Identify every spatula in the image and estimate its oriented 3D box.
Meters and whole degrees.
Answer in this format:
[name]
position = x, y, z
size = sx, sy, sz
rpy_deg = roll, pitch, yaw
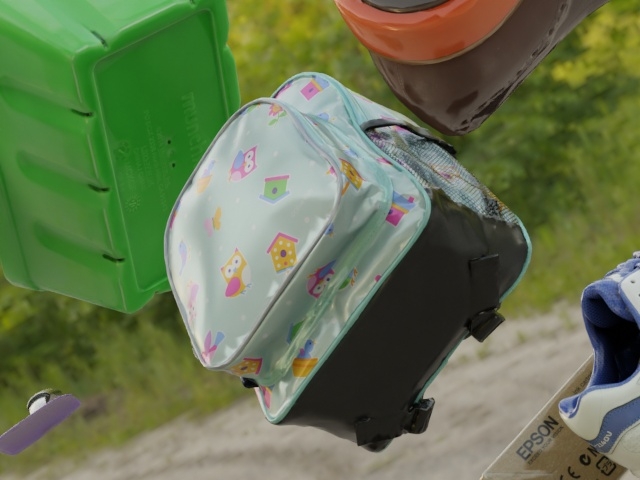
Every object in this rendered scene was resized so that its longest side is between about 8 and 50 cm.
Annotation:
[spatula]
position = -0.264, 0.162, 1.550
size = 0.084, 0.030, 0.296
rpy_deg = -36, 5, -5

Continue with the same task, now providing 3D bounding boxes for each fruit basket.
[fruit basket]
position = -0.261, -0.141, 1.571
size = 0.283, 0.392, 0.392
rpy_deg = -31, 6, -28

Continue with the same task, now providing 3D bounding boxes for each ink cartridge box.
[ink cartridge box]
position = 0.215, 0.185, 1.389
size = 0.235, 0.088, 0.193
rpy_deg = -42, -14, -28

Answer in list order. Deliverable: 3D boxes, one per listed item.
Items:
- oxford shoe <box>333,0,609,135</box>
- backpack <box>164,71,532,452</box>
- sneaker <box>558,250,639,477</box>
[oxford shoe]
position = 0.102, -0.162, 0.647
size = 0.271, 0.097, 0.098
rpy_deg = -52, -33, -14
[backpack]
position = 0.000, 0.000, 0.892
size = 0.166, 0.144, 0.188
rpy_deg = -58, 29, 19
[sneaker]
position = 0.275, 0.038, 1.268
size = 0.112, 0.131, 0.296
rpy_deg = -39, 27, 59
